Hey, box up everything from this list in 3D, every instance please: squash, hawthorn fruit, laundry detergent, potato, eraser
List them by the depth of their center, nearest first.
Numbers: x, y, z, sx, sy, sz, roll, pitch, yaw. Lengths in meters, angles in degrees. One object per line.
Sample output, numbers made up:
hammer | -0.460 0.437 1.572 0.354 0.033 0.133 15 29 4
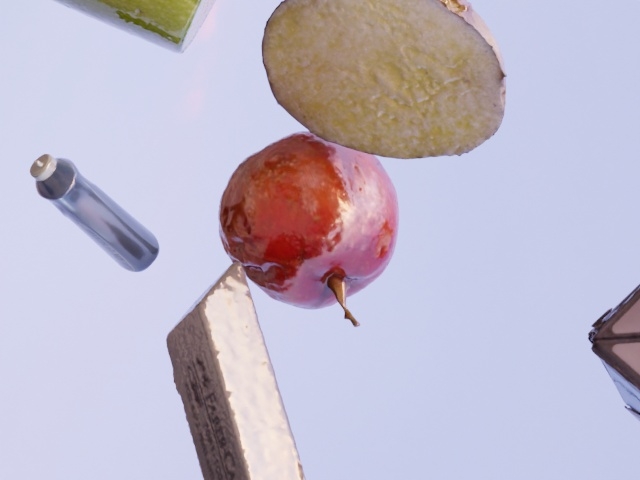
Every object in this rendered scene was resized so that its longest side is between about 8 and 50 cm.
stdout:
eraser | -0.098 0.204 1.271 0.111 0.077 0.352 -44 -122 52
potato | 0.083 -0.221 1.287 0.299 0.239 0.116 6 -135 24
squash | -0.258 -0.369 1.298 0.210 0.309 0.233 -61 -174 10
laundry detergent | -0.292 -0.041 1.397 0.061 0.206 0.097 -45 -140 -2
hawthorn fruit | 0.000 0.000 1.453 0.242 0.242 0.271 -44 -120 29

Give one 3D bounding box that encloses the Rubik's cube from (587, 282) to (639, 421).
Rubik's cube | 0.591 0.173 1.535 0.310 0.307 0.305 -46 -125 -2
